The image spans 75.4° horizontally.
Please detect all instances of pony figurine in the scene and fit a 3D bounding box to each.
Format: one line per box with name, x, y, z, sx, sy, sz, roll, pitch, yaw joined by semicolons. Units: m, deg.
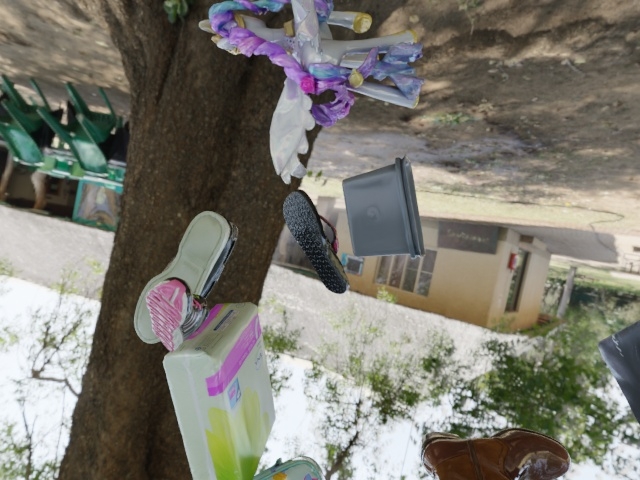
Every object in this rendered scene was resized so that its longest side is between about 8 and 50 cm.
pony figurine;-0.004;-0.308;0.713;0.363;0.303;0.351;-5;-136;-22

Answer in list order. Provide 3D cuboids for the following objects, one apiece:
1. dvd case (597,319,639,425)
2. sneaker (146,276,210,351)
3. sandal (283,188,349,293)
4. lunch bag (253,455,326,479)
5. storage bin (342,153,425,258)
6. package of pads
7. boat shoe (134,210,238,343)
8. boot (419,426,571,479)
dvd case;0.272;0.148;0.257;0.018;0.222;0.165;-11;150;-1
sneaker;-0.197;0.094;0.590;0.063;0.170;0.075;37;-130;11
sandal;0.000;0.000;0.603;0.067;0.179;0.040;8;-137;46
lunch bag;-0.090;0.552;0.782;0.279;0.224;0.108;-24;153;-7
storage bin;0.086;-0.039;0.566;0.090;0.135;0.098;-8;-178;18
package of pads;-0.174;0.288;0.787;0.101;0.297;0.229;-5;-166;11
boat shoe;-0.298;0.085;0.948;0.127;0.340;0.113;31;-172;13
boot;0.295;0.365;0.623;0.263;0.096;0.280;8;174;5
